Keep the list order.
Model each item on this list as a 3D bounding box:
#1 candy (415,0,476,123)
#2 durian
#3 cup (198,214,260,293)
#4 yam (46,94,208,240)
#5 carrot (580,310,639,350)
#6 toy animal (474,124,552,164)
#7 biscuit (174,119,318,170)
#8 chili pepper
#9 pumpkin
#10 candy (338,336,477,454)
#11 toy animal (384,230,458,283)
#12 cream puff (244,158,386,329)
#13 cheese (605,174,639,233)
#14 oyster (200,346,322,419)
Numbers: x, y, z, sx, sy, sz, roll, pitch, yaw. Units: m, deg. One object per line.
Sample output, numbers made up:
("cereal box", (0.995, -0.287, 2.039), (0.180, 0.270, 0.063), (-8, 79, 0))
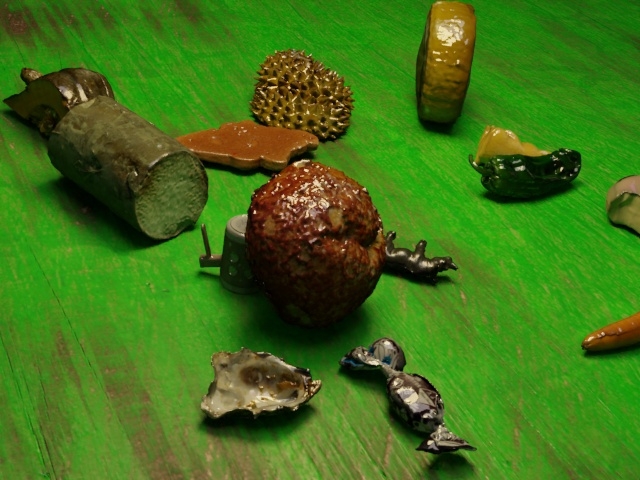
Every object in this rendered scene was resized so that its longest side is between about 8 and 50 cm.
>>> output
("candy", (0.262, -0.369, 1.991), (0.118, 0.260, 0.260), (4, 31, 2))
("durian", (-0.038, -0.298, 1.918), (0.250, 0.138, 0.183), (34, 30, 25))
("cup", (-0.121, 0.012, 1.413), (0.102, 0.099, 0.074), (26, 34, 25))
("yam", (-0.311, -0.124, 1.534), (0.268, 0.161, 0.161), (35, 40, 32))
("carrot", (0.498, 0.122, 1.449), (0.271, 0.062, 0.066), (-24, 77, -37))
("toy animal", (0.390, -0.166, 1.888), (0.159, 0.083, 0.070), (18, 4, -7))
("biscuit", (-0.138, -0.173, 1.765), (0.280, 0.043, 0.183), (-8, 31, -18))
("chili pepper", (0.392, -0.130, 1.798), (0.257, 0.100, 0.074), (-7, -10, -37))
("pumpkin", (-0.469, -0.264, 1.742), (0.248, 0.126, 0.131), (30, 35, 31))
("candy", (0.109, 0.203, 1.221), (0.094, 0.051, 0.226), (-22, 40, -25))
("toy animal", (0.150, 0.031, 1.510), (0.136, 0.047, 0.065), (16, 37, 8))
("cream puff", (0.001, 0.000, 1.337), (0.164, 0.240, 0.240), (-25, 16, 31))
("cheese", (0.639, -0.021, 1.692), (0.163, 0.082, 0.286), (-10, 38, -28))
("oyster", (-0.072, 0.186, 1.191), (0.148, 0.051, 0.103), (6, 49, -5))
